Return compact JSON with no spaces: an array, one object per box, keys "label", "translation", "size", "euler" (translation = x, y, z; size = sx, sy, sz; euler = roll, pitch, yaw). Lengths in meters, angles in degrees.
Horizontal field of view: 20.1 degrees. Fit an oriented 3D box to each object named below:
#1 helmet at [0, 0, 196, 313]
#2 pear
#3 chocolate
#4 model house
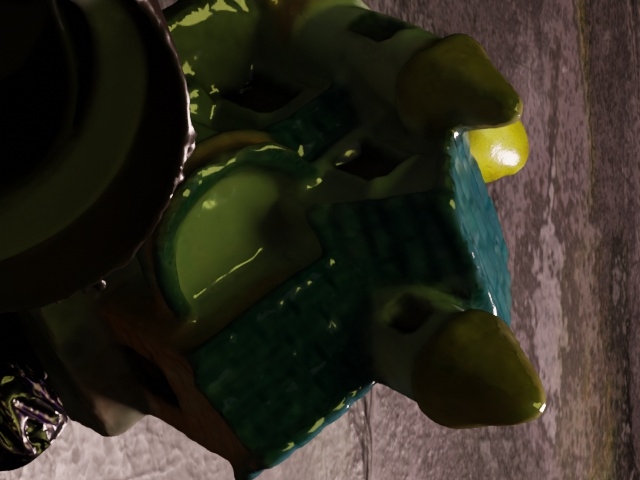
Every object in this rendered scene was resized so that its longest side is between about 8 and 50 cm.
[{"label":"helmet","translation":[-0.202,-0.110,0.759],"size":[0.305,0.225,0.177],"euler":[37,23,-39]},{"label":"pear","translation":[0.138,-0.090,1.611],"size":[0.092,0.097,0.092],"euler":[-58,169,-18]},{"label":"chocolate","translation":[-0.194,0.053,0.971],"size":[0.072,0.070,0.147],"euler":[-50,122,-40]},{"label":"model house","translation":[0.000,0.000,0.963],"size":[0.267,0.325,0.194],"euler":[-36,127,-21]}]
